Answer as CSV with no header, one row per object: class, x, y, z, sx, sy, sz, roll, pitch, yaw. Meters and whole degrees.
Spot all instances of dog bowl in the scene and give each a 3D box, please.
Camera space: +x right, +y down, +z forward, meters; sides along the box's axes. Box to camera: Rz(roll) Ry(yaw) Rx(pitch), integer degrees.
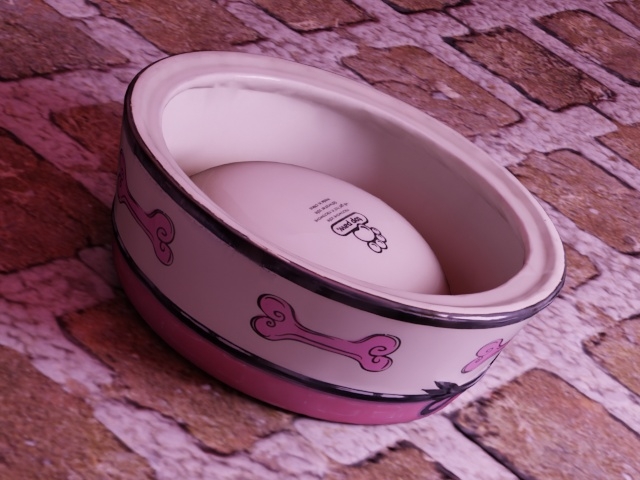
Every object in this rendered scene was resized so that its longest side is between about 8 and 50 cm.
dog bowl,0.000,0.000,1.542,0.408,0.150,0.408,20,26,-10
